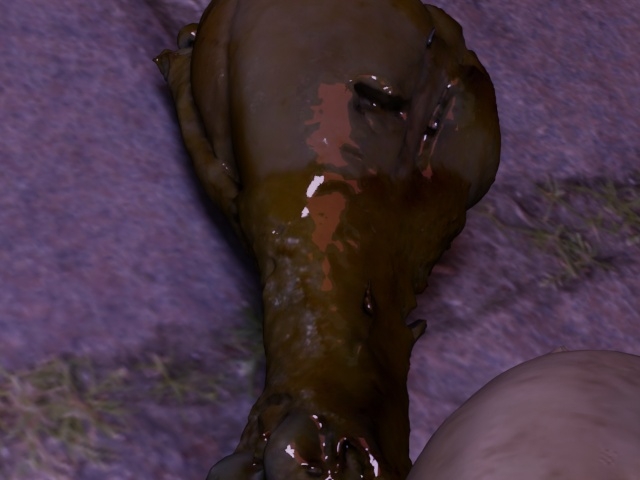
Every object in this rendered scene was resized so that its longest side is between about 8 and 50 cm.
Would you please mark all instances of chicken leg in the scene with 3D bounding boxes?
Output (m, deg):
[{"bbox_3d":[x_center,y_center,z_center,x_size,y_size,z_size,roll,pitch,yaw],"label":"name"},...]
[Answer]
[{"bbox_3d":[0.000,0.000,0.852,0.201,0.153,0.429,9,49,-8],"label":"chicken leg"}]

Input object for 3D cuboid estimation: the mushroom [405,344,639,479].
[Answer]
[{"bbox_3d":[0.157,0.156,0.658,0.315,0.315,0.356,1,90,-33],"label":"mushroom"}]
